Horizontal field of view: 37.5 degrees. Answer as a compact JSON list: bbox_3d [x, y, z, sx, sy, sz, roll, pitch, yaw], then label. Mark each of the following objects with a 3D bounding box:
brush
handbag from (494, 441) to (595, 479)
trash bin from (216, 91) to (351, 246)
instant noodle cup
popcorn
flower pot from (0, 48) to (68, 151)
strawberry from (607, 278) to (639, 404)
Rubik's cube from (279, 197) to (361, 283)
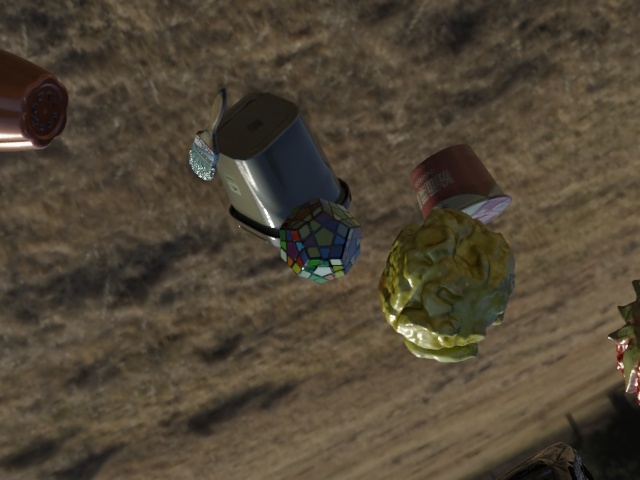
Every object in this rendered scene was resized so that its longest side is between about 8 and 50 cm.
[{"bbox_3d":[-0.191,-0.191,1.650,0.021,0.070,0.196,-21,149,-39],"label":"brush"},{"bbox_3d":[0.266,0.432,1.315,0.302,0.178,0.275,-38,163,15],"label":"handbag"},{"bbox_3d":[-0.092,-0.143,1.883,0.219,0.219,0.250,-46,138,-21],"label":"trash bin"},{"bbox_3d":[0.345,-0.123,2.416,0.234,0.179,0.235,-23,162,-8],"label":"instant noodle cup"},{"bbox_3d":[0.180,0.069,1.367,0.181,0.235,0.217,17,140,-6],"label":"popcorn"},{"bbox_3d":[-0.541,-0.237,1.633,0.190,0.173,0.191,14,90,-72],"label":"flower pot"},{"bbox_3d":[0.453,0.118,1.003,0.244,0.205,0.205,19,143,-16],"label":"strawberry"},{"bbox_3d":[0.000,0.000,1.462,0.133,0.111,0.133,-41,138,-52],"label":"Rubik's cube"}]
